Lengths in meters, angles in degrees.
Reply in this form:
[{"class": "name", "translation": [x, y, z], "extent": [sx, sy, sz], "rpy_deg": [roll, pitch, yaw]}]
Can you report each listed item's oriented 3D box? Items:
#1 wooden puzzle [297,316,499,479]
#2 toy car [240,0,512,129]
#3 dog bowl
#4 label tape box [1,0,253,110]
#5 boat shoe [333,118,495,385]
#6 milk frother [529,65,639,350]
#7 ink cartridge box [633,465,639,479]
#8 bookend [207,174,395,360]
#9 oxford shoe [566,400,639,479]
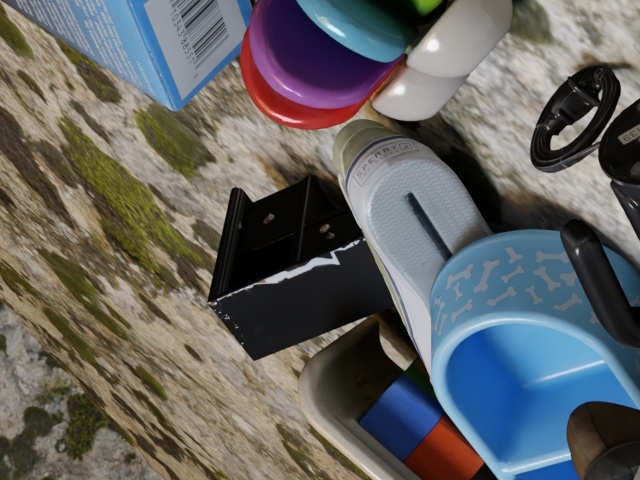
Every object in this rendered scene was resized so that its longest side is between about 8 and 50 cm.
[{"class": "wooden puzzle", "translation": [0.145, 0.197, 1.389], "extent": [0.348, 0.080, 0.322], "rpy_deg": [45, -170, 5]}, {"class": "toy car", "translation": [0.012, -0.132, 0.999], "extent": [0.159, 0.136, 0.182], "rpy_deg": [43, 161, 0]}, {"class": "dog bowl", "translation": [0.187, 0.126, 1.183], "extent": [0.166, 0.074, 0.297], "rpy_deg": [-21, 120, 32]}, {"class": "label tape box", "translation": [-0.218, -0.267, 1.218], "extent": [0.334, 0.106, 0.240], "rpy_deg": [33, 159, 27]}, {"class": "boat shoe", "translation": [0.102, 0.027, 1.258], "extent": [0.302, 0.109, 0.094], "rpy_deg": [61, 180, -36]}, {"class": "milk frother", "translation": [0.198, -0.024, 0.955], "extent": [0.134, 0.129, 0.143], "rpy_deg": [56, -160, -33]}, {"class": "ink cartridge box", "translation": [0.295, 0.200, 0.950], "extent": [0.261, 0.296, 0.066], "rpy_deg": [43, 122, 2]}, {"class": "bookend", "translation": [0.000, 0.000, 1.375], "extent": [0.157, 0.156, 0.072], "rpy_deg": [-22, 122, 22]}, {"class": "oxford shoe", "translation": [0.246, 0.158, 1.095], "extent": [0.227, 0.083, 0.096], "rpy_deg": [32, -158, -36]}]
